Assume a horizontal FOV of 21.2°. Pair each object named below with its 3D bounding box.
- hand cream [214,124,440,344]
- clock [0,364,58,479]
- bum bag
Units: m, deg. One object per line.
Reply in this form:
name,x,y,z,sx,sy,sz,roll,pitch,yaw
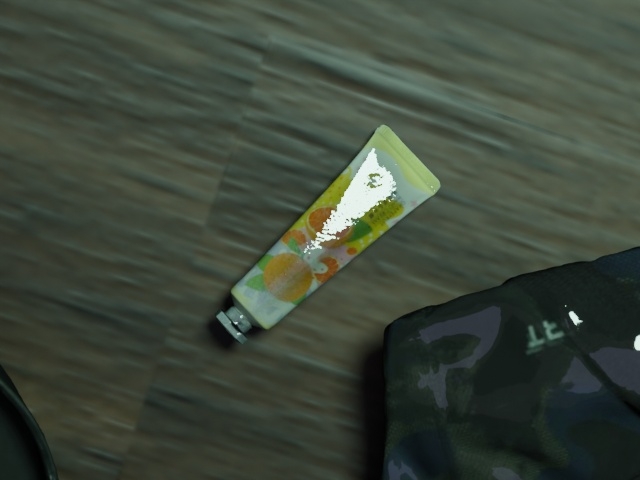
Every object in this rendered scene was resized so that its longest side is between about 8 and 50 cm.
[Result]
hand cream,0.000,0.000,0.675,0.102,0.022,0.035,-43,92,-2
clock,-0.190,0.101,0.632,0.184,0.040,0.184,-10,121,-17
bum bag,0.156,0.042,0.664,0.310,0.074,0.137,-26,104,2
